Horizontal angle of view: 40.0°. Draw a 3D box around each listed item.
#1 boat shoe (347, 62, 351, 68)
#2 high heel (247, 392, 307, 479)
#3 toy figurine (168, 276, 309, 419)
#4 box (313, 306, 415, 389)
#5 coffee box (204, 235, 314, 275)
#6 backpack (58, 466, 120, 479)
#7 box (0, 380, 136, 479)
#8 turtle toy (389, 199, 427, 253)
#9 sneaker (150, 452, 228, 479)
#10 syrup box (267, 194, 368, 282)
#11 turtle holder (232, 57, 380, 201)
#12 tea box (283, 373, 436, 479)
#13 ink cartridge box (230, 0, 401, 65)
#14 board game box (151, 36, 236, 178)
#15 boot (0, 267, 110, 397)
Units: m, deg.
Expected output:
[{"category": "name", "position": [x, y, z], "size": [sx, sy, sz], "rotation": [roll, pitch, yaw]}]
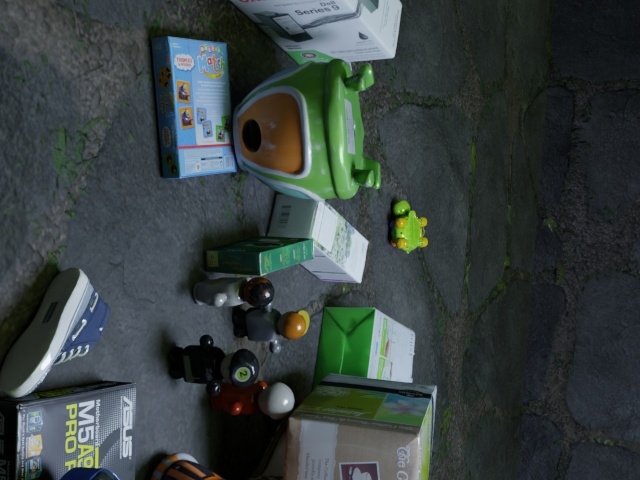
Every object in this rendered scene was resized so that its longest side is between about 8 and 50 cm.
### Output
[{"category": "boat shoe", "position": [0.026, -0.315, 1.781], "size": [0.066, 0.066, 0.183], "rotation": [-46, 130, -51]}, {"category": "high heel", "position": [-0.074, 0.366, 1.557], "size": [0.261, 0.093, 0.186], "rotation": [24, 69, -72]}, {"category": "toy figurine", "position": [-0.119, 0.169, 1.415], "size": [0.213, 0.148, 0.209], "rotation": [53, 45, -48]}, {"category": "box", "position": [0.095, 0.291, 1.845], "size": [0.231, 0.127, 0.262], "rotation": [33, 61, -59]}, {"category": "coffee box", "position": [-0.101, 0.024, 1.491], "size": [0.184, 0.113, 0.040], "rotation": [-17, 107, -63]}, {"category": "backpack", "position": [-0.276, 0.330, 1.037], "size": [0.120, 0.101, 0.098], "rotation": [65, 34, -32]}, {"category": "box", "position": [-0.326, 0.324, 1.114], "size": [0.216, 0.060, 0.270], "rotation": [5, 85, -62]}, {"category": "turtle toy", "position": [0.204, -0.033, 2.116], "size": [0.095, 0.066, 0.130], "rotation": [-2, 89, -39]}, {"category": "sneaker", "position": [-0.125, 0.458, 1.348], "size": [0.124, 0.180, 0.321], "rotation": [-56, 137, -23]}, {"category": "syrup box", "position": [0.000, 0.000, 1.697], "size": [0.237, 0.096, 0.093], "rotation": [41, 56, -56]}, {"category": "turtle holder", "position": [-0.019, -0.200, 1.514], "size": [0.320, 0.227, 0.243], "rotation": [-80, 163, -56]}, {"category": "tea box", "position": [0.071, 0.431, 1.512], "size": [0.323, 0.220, 0.329], "rotation": [-18, 113, -78]}, {"category": "ink cartridge box", "position": [-0.010, -0.431, 1.561], "size": [0.289, 0.211, 0.121], "rotation": [30, 65, -58]}, {"category": "board game box", "position": [-0.196, -0.208, 1.386], "size": [0.160, 0.039, 0.211], "rotation": [-16, 105, -62]}, {"category": "boot", "position": [-0.325, 0.131, 1.106], "size": [0.086, 0.069, 0.190], "rotation": [59, 38, -40]}]
